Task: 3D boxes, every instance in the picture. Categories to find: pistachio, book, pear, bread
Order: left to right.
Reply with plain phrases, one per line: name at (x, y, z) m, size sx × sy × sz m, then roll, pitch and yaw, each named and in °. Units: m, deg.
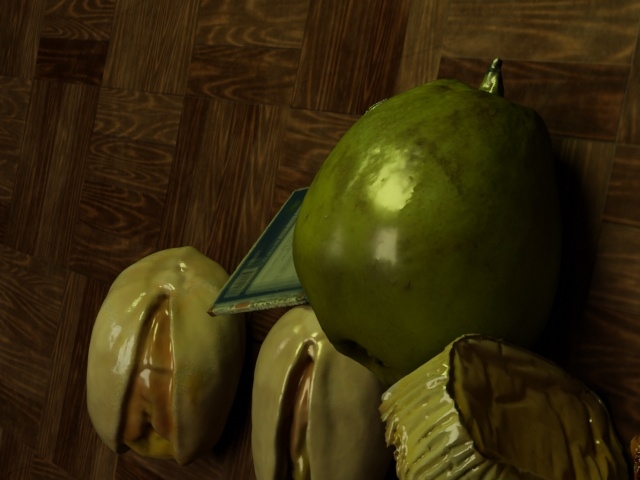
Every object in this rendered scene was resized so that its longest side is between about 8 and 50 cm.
pistachio at (-0.214, 0.161, 2.115) m, size 0.230 × 0.230 × 0.308 m, roll 16°, pitch 101°, yaw 57°
book at (0.000, 0.000, 1.872) m, size 0.322 × 0.018 × 0.228 m, roll -9°, pitch 40°, yaw 56°
pistachio at (0.011, 0.208, 1.796) m, size 0.187 × 0.187 × 0.299 m, roll 19°, pitch 103°, yaw 57°
pear at (0.125, -0.020, 1.585) m, size 0.287 × 0.287 × 0.375 m, roll 11°, pitch 78°, yaw 57°
bread at (0.176, 0.205, 1.457) m, size 0.133 × 0.250 × 0.179 m, roll -37°, pitch 45°, yaw 40°

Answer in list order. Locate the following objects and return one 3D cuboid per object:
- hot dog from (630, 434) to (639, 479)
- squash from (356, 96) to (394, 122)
hot dog at (0.353, 0.251, 1.330) m, size 0.102 × 0.076 × 0.249 m, roll -61°, pitch 37°, yaw 22°
squash at (0.077, -0.127, 1.846) m, size 0.200 × 0.075 × 0.090 m, roll -15°, pitch 74°, yaw 55°
